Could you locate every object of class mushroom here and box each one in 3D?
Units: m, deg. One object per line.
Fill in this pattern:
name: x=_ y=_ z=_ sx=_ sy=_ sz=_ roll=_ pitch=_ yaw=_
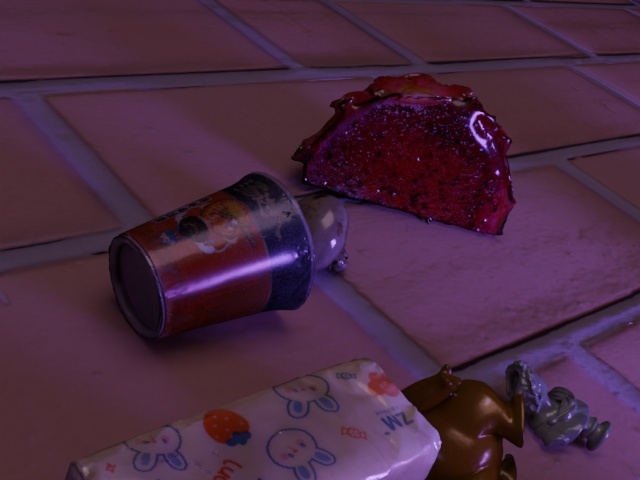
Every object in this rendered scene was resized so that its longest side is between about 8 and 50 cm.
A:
mushroom: x=0.000 y=0.000 z=0.812 sx=0.079 sy=0.085 sz=0.085 roll=37 pitch=21 yaw=-31

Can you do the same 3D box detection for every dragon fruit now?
dragon fruit: x=0.099 y=-0.110 z=0.977 sx=0.261 sy=0.163 sz=0.189 roll=12 pitch=5 yaw=-12

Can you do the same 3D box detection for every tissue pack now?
tissue pack: x=-0.043 y=0.158 z=0.461 sx=0.196 sy=0.148 sz=0.092 roll=-14 pitch=47 yaw=-42

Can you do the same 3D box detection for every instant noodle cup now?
instant noodle cup: x=-0.093 y=0.018 z=0.690 sx=0.135 sy=0.127 sz=0.127 roll=-19 pitch=48 yaw=-35

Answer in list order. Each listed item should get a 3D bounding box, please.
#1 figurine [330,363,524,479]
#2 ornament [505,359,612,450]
figurine: x=0.047 y=0.146 z=0.587 sx=0.176 sy=0.121 sz=0.122 roll=13 pitch=38 yaw=24
ornament: x=0.200 y=0.145 z=0.721 sx=0.092 sy=0.041 sz=0.068 roll=20 pitch=36 yaw=-18
